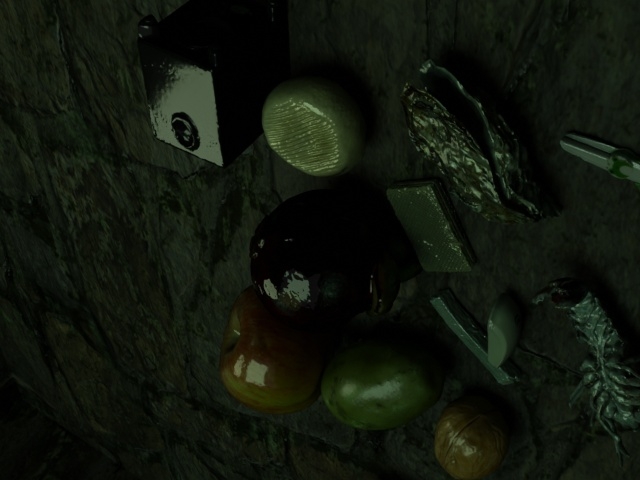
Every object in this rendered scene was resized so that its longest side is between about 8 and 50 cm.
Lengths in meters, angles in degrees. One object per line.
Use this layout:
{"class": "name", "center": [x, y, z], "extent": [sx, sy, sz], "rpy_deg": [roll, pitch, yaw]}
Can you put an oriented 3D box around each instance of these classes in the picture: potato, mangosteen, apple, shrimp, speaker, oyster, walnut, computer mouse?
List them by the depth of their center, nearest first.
{"class": "oyster", "center": [0.262, -0.140, 1.508], "extent": [0.351, 0.158, 0.162], "rpy_deg": [42, -172, -11]}
{"class": "shrimp", "center": [0.515, 0.233, 1.627], "extent": [0.221, 0.166, 0.410], "rpy_deg": [-11, 106, 52]}
{"class": "speaker", "center": [-0.190, -0.310, 1.679], "extent": [0.184, 0.232, 0.254], "rpy_deg": [24, 141, 23]}
{"class": "computer mouse", "center": [0.357, 0.182, 1.775], "extent": [0.056, 0.089, 0.181], "rpy_deg": [21, 141, 27]}
{"class": "mangosteen", "center": [0.012, 0.042, 1.814], "extent": [0.311, 0.311, 0.311], "rpy_deg": [26, 142, 23]}
{"class": "walnut", "center": [0.329, 0.430, 2.004], "extent": [0.165, 0.165, 0.197], "rpy_deg": [24, 141, 25]}
{"class": "potato", "center": [0.134, 0.315, 2.029], "extent": [0.304, 0.216, 0.216], "rpy_deg": [-9, 120, 45]}
{"class": "apple", "center": [-0.089, 0.258, 2.147], "extent": [0.301, 0.301, 0.301], "rpy_deg": [26, 142, 23]}

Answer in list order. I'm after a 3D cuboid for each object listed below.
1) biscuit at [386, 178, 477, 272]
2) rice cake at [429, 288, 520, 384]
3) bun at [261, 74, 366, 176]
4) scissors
{"class": "biscuit", "center": [0.209, -0.025, 1.749], "extent": [0.121, 0.040, 0.199], "rpy_deg": [0, 127, 47]}
{"class": "rice cake", "center": [0.314, 0.199, 1.875], "extent": [0.245, 0.042, 0.045], "rpy_deg": [47, 148, -6]}
{"class": "bun", "center": [-0.002, -0.219, 1.689], "extent": [0.222, 0.127, 0.222], "rpy_deg": [24, 150, 14]}
{"class": "scissors", "center": [0.464, -0.118, 1.410], "extent": [0.204, 0.027, 0.101], "rpy_deg": [27, 141, 20]}
